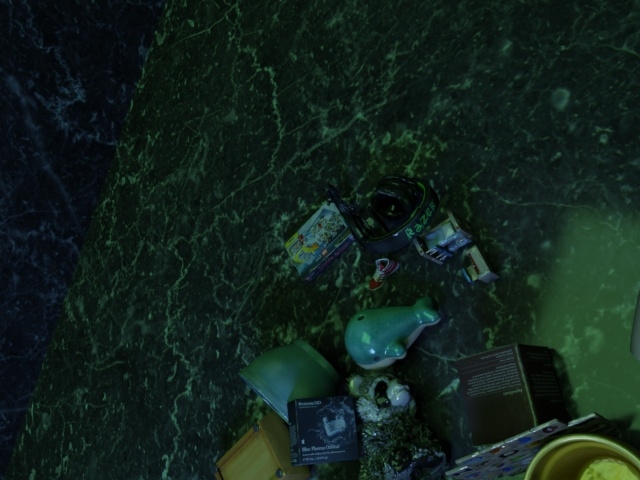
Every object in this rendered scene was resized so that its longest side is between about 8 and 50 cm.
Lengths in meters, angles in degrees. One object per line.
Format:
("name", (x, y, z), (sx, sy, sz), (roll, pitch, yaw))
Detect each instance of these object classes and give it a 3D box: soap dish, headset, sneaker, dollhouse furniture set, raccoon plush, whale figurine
("soap dish", (-0.187, 0.693, 1.768), (0.291, 0.118, 0.229), (-48, 54, 18))
("headset", (0.157, -0.095, 1.664), (0.243, 0.185, 0.394), (-50, 24, -15))
("sneaker", (0.171, 0.096, 1.703), (0.118, 0.067, 0.042), (-49, 53, 15))
("dollhouse furniture set", (0.353, 0.040, 1.541), (0.129, 0.129, 0.184), (-37, 58, 24))
("raccoon plush", (0.122, 0.554, 1.531), (0.446, 0.216, 0.299), (-53, 45, 13))
("whale figurine", (0.186, 0.230, 1.587), (0.272, 0.141, 0.216), (-32, 26, 12))

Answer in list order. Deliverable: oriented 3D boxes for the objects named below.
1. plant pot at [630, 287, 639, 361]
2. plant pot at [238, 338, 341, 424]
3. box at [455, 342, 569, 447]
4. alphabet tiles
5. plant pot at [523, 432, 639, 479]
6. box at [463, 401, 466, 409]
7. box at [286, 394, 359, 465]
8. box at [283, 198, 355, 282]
("plant pot", (0.743, 0.135, 1.165), (0.256, 0.256, 0.274), (36, 115, 38))
("plant pot", (-0.065, 0.410, 1.681), (0.196, 0.293, 0.293), (-46, 49, -16))
("box", (0.440, 0.355, 1.344), (0.167, 0.168, 0.203), (-26, 62, 38))
("alphabet tiles", (0.449, 0.447, 1.247), (0.342, 0.285, 0.011), (-34, 48, 25))
("plant pot", (0.564, 0.515, 1.166), (0.254, 0.239, 0.254), (-13, 69, 34))
("box", (0.402, 0.431, 1.458), (0.067, 0.018, 0.083), (-33, 59, 26))
("box", (0.005, 0.480, 1.480), (0.093, 0.155, 0.158), (126, 141, -63))
("box", (0.000, 0.000, 1.878), (0.233, 0.044, 0.159), (-44, 55, 19))
